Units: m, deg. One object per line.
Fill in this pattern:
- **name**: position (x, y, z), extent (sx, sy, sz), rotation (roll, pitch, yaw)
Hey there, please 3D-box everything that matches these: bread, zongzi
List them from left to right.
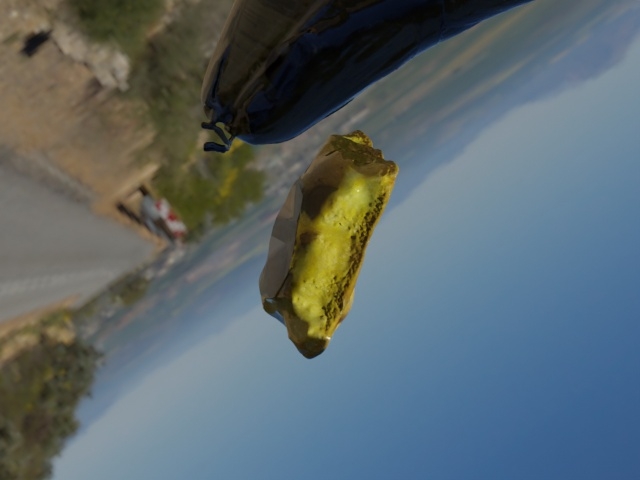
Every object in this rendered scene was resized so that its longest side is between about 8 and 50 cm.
- **bread**: position (0.000, 0.000, 1.389), extent (0.161, 0.088, 0.233), rotation (-117, -136, -73)
- **zongzi**: position (0.044, -0.112, 0.755), extent (0.205, 0.204, 0.094), rotation (-65, 163, 12)
